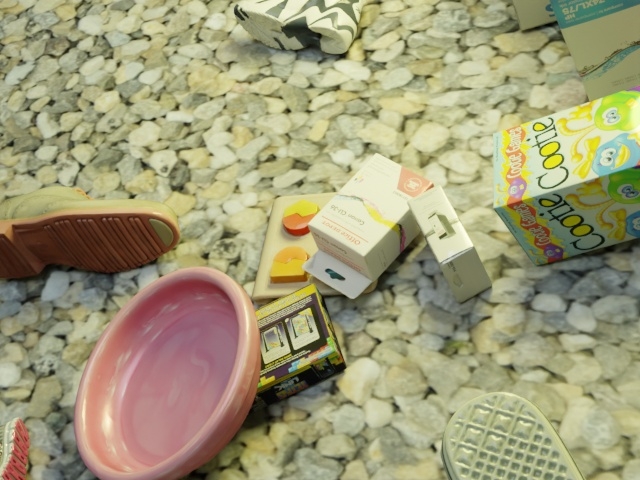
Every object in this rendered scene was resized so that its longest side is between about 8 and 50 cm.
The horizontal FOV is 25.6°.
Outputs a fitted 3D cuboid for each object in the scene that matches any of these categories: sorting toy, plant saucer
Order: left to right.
[{"bbox_3d":[-0.204,0.200,1.984,0.332,0.084,0.332,-25,47,30],"label":"plant saucer"},{"bbox_3d":[0.000,0.000,2.118,0.208,0.038,0.193,-7,51,23],"label":"sorting toy"}]

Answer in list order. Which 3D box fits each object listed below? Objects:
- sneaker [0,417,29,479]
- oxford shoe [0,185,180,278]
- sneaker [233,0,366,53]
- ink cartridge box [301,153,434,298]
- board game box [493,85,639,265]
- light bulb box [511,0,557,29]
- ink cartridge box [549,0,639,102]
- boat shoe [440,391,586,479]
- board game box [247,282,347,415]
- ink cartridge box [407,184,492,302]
[{"bbox_3d":[-0.477,0.339,2.071,0.074,0.063,0.170,-16,42,15],"label":"sneaker"},{"bbox_3d":[-0.397,-0.039,2.296,0.397,0.140,0.146,-3,45,23],"label":"oxford shoe"},{"bbox_3d":[-0.024,-0.413,2.440,0.235,0.094,0.153,10,58,34],"label":"sneaker"},{"bbox_3d":[0.066,-0.021,2.043,0.115,0.067,0.198,29,67,34],"label":"ink cartridge box"},{"bbox_3d":[0.385,-0.093,1.893,0.275,0.142,0.144,-18,46,26],"label":"board game box"},{"bbox_3d":[0.359,-0.595,2.201,0.225,0.361,0.358,-13,48,16],"label":"light bulb box"},{"bbox_3d":[0.442,-0.343,2.009,0.197,0.270,0.198,-17,47,16],"label":"ink cartridge box"},{"bbox_3d":[0.279,0.403,1.560,0.186,0.156,0.500,-24,57,-1],"label":"boat shoe"},{"bbox_3d":[-0.061,0.156,2.013,0.170,0.048,0.141,-25,44,7],"label":"board game box"},{"bbox_3d":[0.181,0.005,1.975,0.056,0.099,0.135,-27,46,3],"label":"ink cartridge box"}]
